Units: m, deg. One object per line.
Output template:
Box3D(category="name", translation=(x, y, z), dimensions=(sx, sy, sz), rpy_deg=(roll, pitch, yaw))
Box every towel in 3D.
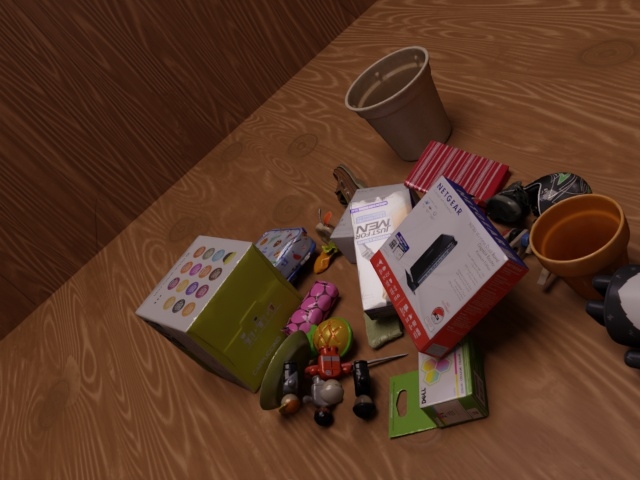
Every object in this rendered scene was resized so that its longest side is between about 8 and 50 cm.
Box3D(category="towel", translation=(0.178, 0.236, 1.796), dimensions=(0.110, 0.027, 0.148), rpy_deg=(-30, 32, 15))
Box3D(category="towel", translation=(0.423, -0.194, 1.955), dimensions=(0.274, 0.031, 0.199), rpy_deg=(24, 66, 24))

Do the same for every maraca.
Box3D(category="maraca", translation=(0.021, 0.287, 1.827), dimensions=(0.185, 0.099, 0.127), rpy_deg=(-16, 58, 42))

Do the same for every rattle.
Box3D(category="rattle", translation=(0.000, 0.000, 2.112), dimensions=(0.142, 0.200, 0.130), rpy_deg=(-35, 67, -6))

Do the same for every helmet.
Box3D(category="helmet", translation=(0.613, -0.097, 1.622), dimensions=(0.169, 0.169, 0.161), rpy_deg=(-45, 14, -7))

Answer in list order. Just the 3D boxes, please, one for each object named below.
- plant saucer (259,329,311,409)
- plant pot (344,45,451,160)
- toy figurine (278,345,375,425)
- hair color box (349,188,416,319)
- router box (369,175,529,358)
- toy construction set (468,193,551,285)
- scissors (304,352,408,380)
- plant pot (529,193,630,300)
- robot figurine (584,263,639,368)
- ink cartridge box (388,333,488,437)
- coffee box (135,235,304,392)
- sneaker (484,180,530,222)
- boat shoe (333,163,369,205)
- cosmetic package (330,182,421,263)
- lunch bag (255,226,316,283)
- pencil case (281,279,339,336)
Box3D(category="plant saucer", translation=(-0.087, 0.366, 1.755), dimensions=(0.037, 0.241, 0.241), rpy_deg=(21, 62, 22))
Box3D(category="plant pot", translation=(0.309, -0.468, 2.272), dimensions=(0.333, 0.305, 0.334), rpy_deg=(-28, 34, 20))
Box3D(category="toy figurine", translation=(0.015, 0.383, 1.616), dimensions=(0.209, 0.213, 0.148), rpy_deg=(-26, 50, 28))
Box3D(category="hair color box", translation=(0.198, 0.038, 1.791), dimensions=(0.185, 0.110, 0.339), rpy_deg=(-13, 65, 14))
Box3D(category="router box", translation=(0.290, 0.057, 1.520), dimensions=(0.301, 0.082, 0.336), rpy_deg=(-52, 37, 22))
Box3D(category="toy construction set", translation=(0.439, 0.044, 1.626), dimensions=(0.308, 0.257, 0.237), rpy_deg=(21, 82, 41))
Box3D(category="scissors", translation=(0.095, 0.344, 1.736), dimensions=(0.296, 0.109, 0.021), rpy_deg=(-11, 61, 5))
Box3D(category="plant pot", translation=(0.611, 0.031, 1.441), dimensions=(0.205, 0.188, 0.205), rpy_deg=(-28, 33, 20))
Box3D(category="robot figurine", translation=(0.677, 0.136, 1.250), dimensions=(0.173, 0.209, 0.278), rpy_deg=(-17, 15, -37))
Box3D(category="ink cartridge box", translation=(0.256, 0.346, 1.509), dimensions=(0.255, 0.097, 0.189), rpy_deg=(-23, 36, 25))
Box3D(category="coffee box", translation=(-0.300, 0.224, 2.017), dimensions=(0.334, 0.338, 0.338), rpy_deg=(7, 55, 49))
Box3D(category="sneaker", translation=(0.535, -0.112, 1.744), dimensions=(0.130, 0.087, 0.227), rpy_deg=(-33, 0, 2))
Box3D(category="boat shoe", translation=(0.099, -0.188, 2.329), dimensions=(0.104, 0.111, 0.307), rpy_deg=(-39, 31, 0))
Box3D(category="cosmetic package", translation=(0.189, -0.055, 2.044), dimensions=(0.224, 0.138, 0.225), rpy_deg=(-4, 45, 44))
Box3D(category="lunch bag", translation=(-0.150, 0.058, 2.259), dimensions=(0.243, 0.115, 0.303), rpy_deg=(-52, 25, -20))
Box3D(category="pencil case", translation=(-0.031, 0.221, 1.970), dimensions=(0.098, 0.095, 0.209), rpy_deg=(14, 56, 39))
